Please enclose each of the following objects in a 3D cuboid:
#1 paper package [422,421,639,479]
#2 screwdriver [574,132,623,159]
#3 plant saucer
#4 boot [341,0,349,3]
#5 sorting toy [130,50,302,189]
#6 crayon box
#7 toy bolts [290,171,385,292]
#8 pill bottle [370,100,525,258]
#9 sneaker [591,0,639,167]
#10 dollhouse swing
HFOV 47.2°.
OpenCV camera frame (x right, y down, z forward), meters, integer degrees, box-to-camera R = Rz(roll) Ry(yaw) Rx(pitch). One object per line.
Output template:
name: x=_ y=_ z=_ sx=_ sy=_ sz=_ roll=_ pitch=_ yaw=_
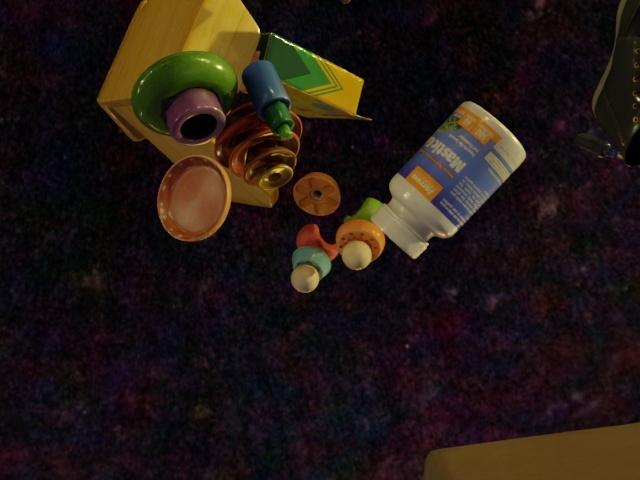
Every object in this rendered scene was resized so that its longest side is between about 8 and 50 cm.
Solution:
paper package: x=0.215 y=0.230 z=0.410 sx=0.309 sy=0.168 sz=0.325 roll=-10 pitch=-179 yaw=8
screwdriver: x=0.387 y=-0.105 z=0.922 sx=0.024 sy=0.170 sz=0.025 roll=-16 pitch=117 yaw=-22
plant saucer: x=-0.120 y=-0.040 z=0.700 sx=0.083 sy=0.083 sz=0.013 roll=-34 pitch=159 yaw=21
boot: x=0.030 y=-0.431 z=1.131 sx=0.042 sy=0.118 sz=0.087 roll=-4 pitch=155 yaw=5
sorting toy: x=-0.040 y=-0.053 z=0.356 sx=0.061 sy=0.042 sz=0.102 roll=-37 pitch=150 yaw=23
crayon box: x=-0.061 y=-0.320 z=1.463 sx=0.318 sy=0.202 sz=0.081 roll=14 pitch=89 yaw=-47
toy bolts: x=0.000 y=0.000 z=1.522 sx=0.218 sy=0.158 sz=0.228 roll=35 pitch=130 yaw=-13
pill bottle: x=0.221 y=-0.101 z=1.312 sx=0.272 sy=0.152 sz=0.152 roll=-47 pitch=129 yaw=5
sneaker: x=0.379 y=-0.196 z=0.820 sx=0.083 sy=0.118 sz=0.222 roll=-1 pitch=134 yaw=-1
dollhouse swing: x=-0.198 y=-0.270 z=1.365 sx=0.305 sy=0.347 sz=0.315 roll=27 pitch=81 yaw=-33
